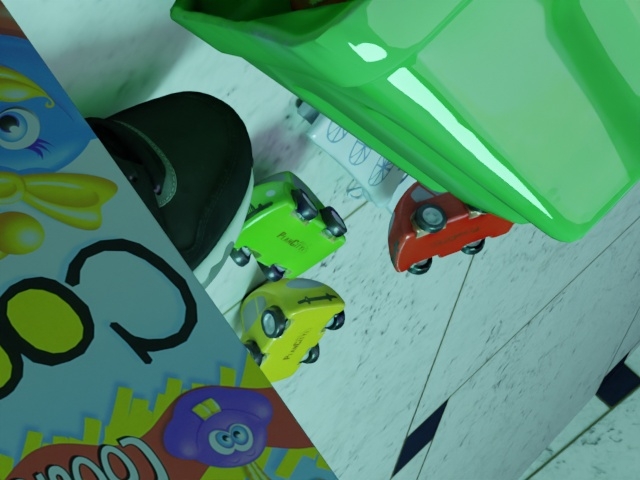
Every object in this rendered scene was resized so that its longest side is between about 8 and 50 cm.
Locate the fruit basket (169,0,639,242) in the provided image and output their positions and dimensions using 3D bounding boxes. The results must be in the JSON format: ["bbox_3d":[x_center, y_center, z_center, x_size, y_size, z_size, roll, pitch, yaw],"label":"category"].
[{"bbox_3d":[0.079,-0.230,0.708,0.392,0.392,0.283,-52,-158,-4],"label":"fruit basket"}]

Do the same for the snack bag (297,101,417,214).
[{"bbox_3d":[0.126,-0.156,1.174,0.323,0.037,0.342,-53,161,-2],"label":"snack bag"}]

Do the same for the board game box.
[{"bbox_3d":[-0.133,0.042,0.518,0.142,0.275,0.144,-20,145,-29],"label":"board game box"}]

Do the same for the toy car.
[{"bbox_3d":[0.000,0.000,1.085,0.239,0.053,0.225,-35,152,13],"label":"toy car"}]

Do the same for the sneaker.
[{"bbox_3d":[-0.130,-0.012,0.743,0.283,0.107,0.124,-38,150,-36],"label":"sneaker"}]
